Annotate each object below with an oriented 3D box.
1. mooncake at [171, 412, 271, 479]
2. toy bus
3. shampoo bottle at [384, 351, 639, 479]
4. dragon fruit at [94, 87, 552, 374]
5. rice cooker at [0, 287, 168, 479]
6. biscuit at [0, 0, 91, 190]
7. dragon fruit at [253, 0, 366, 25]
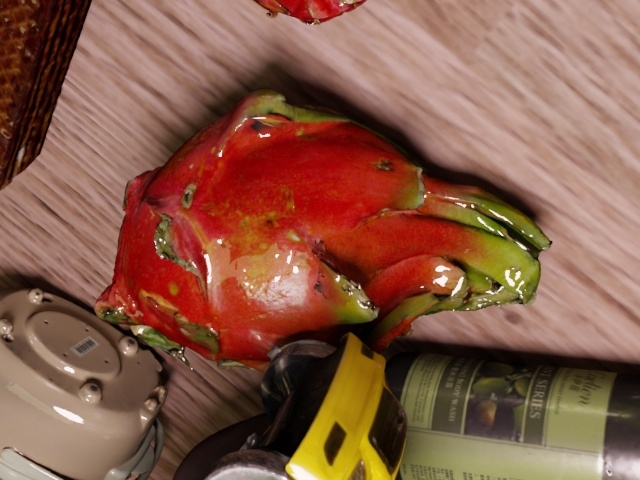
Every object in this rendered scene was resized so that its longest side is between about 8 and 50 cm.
[{"bbox_3d":[-0.017,0.252,0.806,0.133,0.245,0.245,-27,107,35],"label":"mooncake"},{"bbox_3d":[-0.044,0.214,0.607,0.152,0.144,0.330,36,114,-2],"label":"toy bus"},{"bbox_3d":[0.178,0.139,0.728,0.283,0.101,0.101,4,123,23],"label":"shampoo bottle"},{"bbox_3d":[-0.003,0.020,0.690,0.269,0.198,0.200,27,108,-4],"label":"dragon fruit"},{"bbox_3d":[-0.222,0.127,0.880,0.206,0.145,0.127,30,119,0],"label":"rice cooker"},{"bbox_3d":[-0.200,-0.200,0.698,0.107,0.073,0.388,32,129,1],"label":"biscuit"},{"bbox_3d":[-0.029,-0.204,0.622,0.190,0.094,0.094,55,130,15],"label":"dragon fruit"}]
